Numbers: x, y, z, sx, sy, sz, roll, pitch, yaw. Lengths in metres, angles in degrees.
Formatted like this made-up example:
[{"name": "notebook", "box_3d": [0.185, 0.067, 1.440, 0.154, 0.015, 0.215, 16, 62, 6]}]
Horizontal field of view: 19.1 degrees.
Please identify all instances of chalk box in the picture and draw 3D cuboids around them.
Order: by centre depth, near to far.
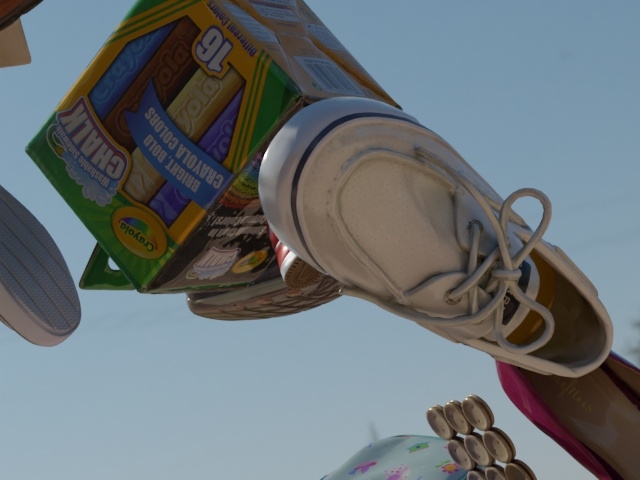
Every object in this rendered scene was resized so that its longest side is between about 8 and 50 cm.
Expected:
[{"name": "chalk box", "box_3d": [-0.110, -0.072, 1.628, 0.289, 0.179, 0.180, -48, -22, 21]}]

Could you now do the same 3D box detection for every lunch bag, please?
[{"name": "lunch bag", "box_3d": [0.095, 0.356, 2.433, 0.224, 0.108, 0.279, 3, 27, 43]}]

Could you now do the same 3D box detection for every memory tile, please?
[{"name": "memory tile", "box_3d": [0.164, 0.214, 1.820, 0.012, 0.148, 0.113, -34, 2, -27]}]

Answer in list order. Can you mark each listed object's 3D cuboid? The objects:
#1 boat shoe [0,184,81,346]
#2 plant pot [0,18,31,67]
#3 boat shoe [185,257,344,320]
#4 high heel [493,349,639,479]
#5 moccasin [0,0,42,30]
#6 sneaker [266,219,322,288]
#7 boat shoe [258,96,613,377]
[{"name": "boat shoe", "box_3d": [-0.366, -0.008, 1.975, 0.094, 0.302, 0.109, -39, -3, 36]}, {"name": "plant pot", "box_3d": [-0.407, -0.237, 2.156, 0.096, 0.109, 0.109, -20, 10, -37]}, {"name": "boat shoe", "box_3d": [0.000, 0.000, 2.322, 0.355, 0.130, 0.132, -18, -16, 5]}, {"name": "high heel", "box_3d": [0.286, 0.180, 1.669, 0.181, 0.377, 0.127, 41, -98, -38]}, {"name": "moccasin", "box_3d": [-0.387, -0.269, 1.930, 0.380, 0.147, 0.139, -31, 20, -4]}, {"name": "sneaker", "box_3d": [0.001, -0.027, 1.430, 0.042, 0.067, 0.118, 21, -60, -40]}, {"name": "boat shoe", "box_3d": [0.109, 0.021, 1.372, 0.136, 0.156, 0.367, -57, -42, -4]}]
